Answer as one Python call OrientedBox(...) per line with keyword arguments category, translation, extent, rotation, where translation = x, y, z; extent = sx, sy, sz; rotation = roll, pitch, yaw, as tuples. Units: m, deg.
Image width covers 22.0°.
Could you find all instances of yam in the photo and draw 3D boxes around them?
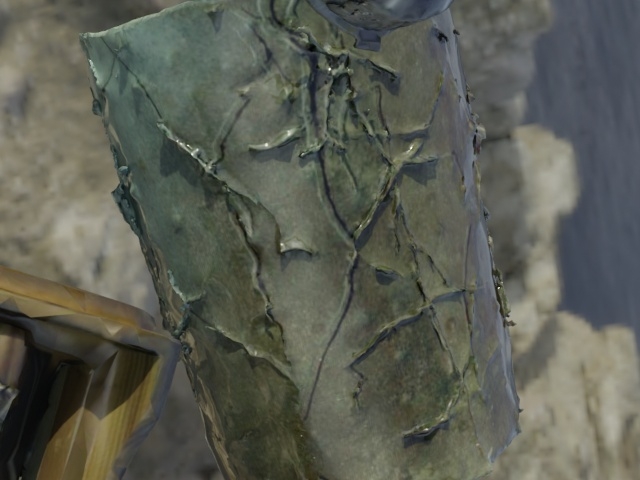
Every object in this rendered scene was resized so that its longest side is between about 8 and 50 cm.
OrientedBox(category="yam", translation=(0.000, 0.000, 1.039), extent=(0.241, 0.241, 0.348), rotation=(-40, 119, -61))

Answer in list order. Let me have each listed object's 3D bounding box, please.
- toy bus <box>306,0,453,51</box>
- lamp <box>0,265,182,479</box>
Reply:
OrientedBox(category="toy bus", translation=(0.127, -0.142, 0.458), extent=(0.330, 0.144, 0.152), rotation=(-6, 85, -44))
OrientedBox(category="lamp", translation=(-0.175, 0.028, 0.394), extent=(0.090, 0.325, 0.089), rotation=(21, 82, -43))
